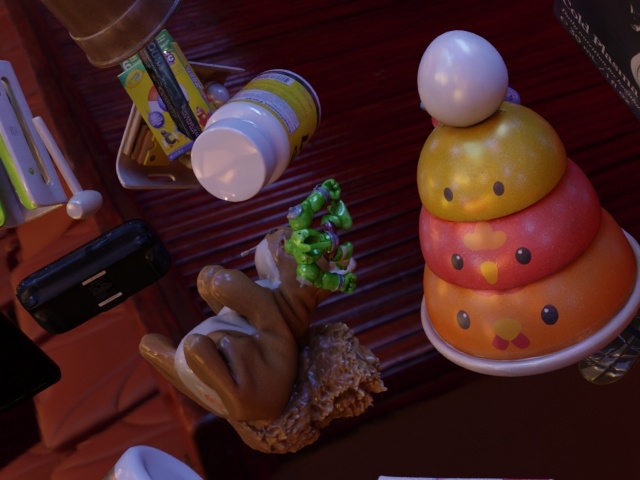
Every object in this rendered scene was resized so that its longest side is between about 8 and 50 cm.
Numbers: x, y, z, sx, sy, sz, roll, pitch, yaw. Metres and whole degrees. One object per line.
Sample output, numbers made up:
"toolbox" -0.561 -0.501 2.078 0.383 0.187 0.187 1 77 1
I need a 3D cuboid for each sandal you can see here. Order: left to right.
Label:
"sandal" 0.577 0.183 1.473 0.090 0.060 0.219 43 103 40

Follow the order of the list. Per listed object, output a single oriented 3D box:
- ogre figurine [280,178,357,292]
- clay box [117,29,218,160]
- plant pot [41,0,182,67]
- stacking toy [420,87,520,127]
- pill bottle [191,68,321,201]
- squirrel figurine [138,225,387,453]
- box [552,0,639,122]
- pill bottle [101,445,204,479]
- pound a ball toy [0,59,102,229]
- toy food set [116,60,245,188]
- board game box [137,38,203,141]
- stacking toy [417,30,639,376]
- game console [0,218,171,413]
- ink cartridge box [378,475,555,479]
"ogre figurine" 0.000 0.000 1.367 0.097 0.118 0.197 25 119 45
"clay box" -0.294 -0.282 1.529 0.222 0.127 0.053 58 -164 -9
"plant pot" -0.267 -0.318 0.911 0.165 0.167 0.167 43 -175 -43
"stacking toy" 0.305 -0.142 1.548 0.165 0.175 0.302 -4 85 35
"pill bottle" -0.083 -0.140 1.039 0.208 0.119 0.119 -58 -36 -56
"squirrel figurine" -0.067 0.181 1.493 0.397 0.370 0.281 46 153 -9
"box" 0.498 -0.242 0.804 0.480 0.297 0.472 58 -174 16
"pill bottle" -0.196 0.315 0.721 0.131 0.229 0.131 40 177 2
"pound a ball toy" -0.517 -0.160 1.388 0.319 0.208 0.136 67 -162 -2
"toy food set" -0.300 -0.248 1.716 0.092 0.219 0.306 41 119 32
"board game box" -0.261 -0.263 1.341 0.126 0.026 0.186 38 156 61
"stacking toy" 0.243 -0.075 1.130 0.480 0.350 0.350 61 169 -30
"game console" -0.368 0.100 1.071 0.044 0.361 0.213 56 174 43
"ink cartridge box" 0.226 0.358 0.911 0.306 0.226 0.131 -22 50 57
